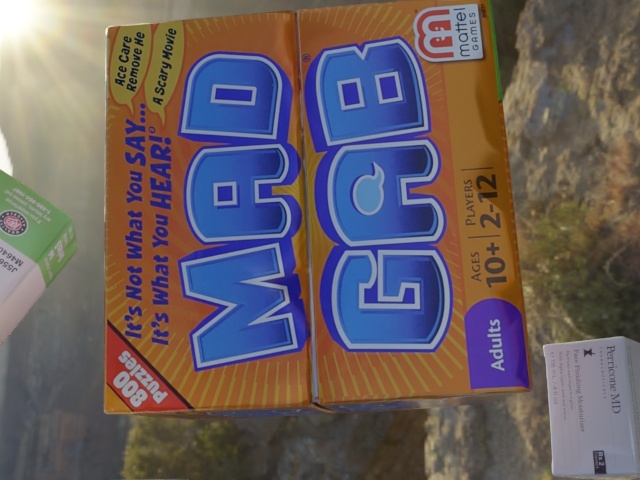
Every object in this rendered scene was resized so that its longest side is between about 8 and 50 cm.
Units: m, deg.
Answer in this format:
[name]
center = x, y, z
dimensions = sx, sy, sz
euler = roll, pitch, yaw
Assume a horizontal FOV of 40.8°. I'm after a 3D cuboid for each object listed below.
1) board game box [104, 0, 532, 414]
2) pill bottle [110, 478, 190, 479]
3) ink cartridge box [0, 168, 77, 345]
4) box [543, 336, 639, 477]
[board game box]
center = 0.000, 0.000, 0.910
dimensions = 0.356, 0.356, 0.356
euler = 70, -164, -77
[pill bottle]
center = -0.191, 0.232, 0.585
dimensions = 0.131, 0.229, 0.131
euler = -6, -90, -74
[ink cartridge box]
center = -0.412, 0.044, 0.876
dimensions = 0.273, 0.198, 0.115
euler = -57, 2, -23
[box]
center = 0.406, 0.238, 1.193
dimensions = 0.119, 0.182, 0.181
euler = -14, 67, 37
